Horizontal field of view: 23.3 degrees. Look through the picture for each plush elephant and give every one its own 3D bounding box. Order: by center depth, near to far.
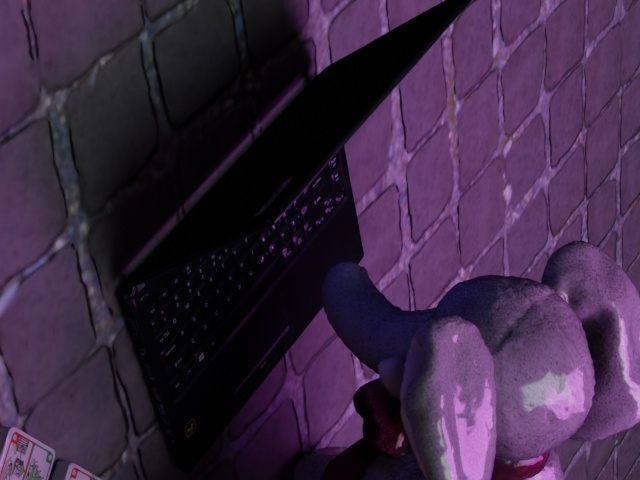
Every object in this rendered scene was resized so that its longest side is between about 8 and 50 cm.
[{"bbox_3d":[0.074,0.124,0.984,0.272,0.330,0.255,-10,108,-55],"label":"plush elephant"}]

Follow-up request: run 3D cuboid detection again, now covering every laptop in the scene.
[{"bbox_3d":[0.000,0.000,0.970,0.234,0.137,0.264,-49,143,-36],"label":"laptop"}]

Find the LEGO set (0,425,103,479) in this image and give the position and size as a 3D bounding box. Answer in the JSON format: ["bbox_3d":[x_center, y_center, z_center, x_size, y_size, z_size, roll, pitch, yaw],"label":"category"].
[{"bbox_3d":[-0.183,0.247,0.891,0.182,0.060,0.244,48,51,-57],"label":"LEGO set"}]
